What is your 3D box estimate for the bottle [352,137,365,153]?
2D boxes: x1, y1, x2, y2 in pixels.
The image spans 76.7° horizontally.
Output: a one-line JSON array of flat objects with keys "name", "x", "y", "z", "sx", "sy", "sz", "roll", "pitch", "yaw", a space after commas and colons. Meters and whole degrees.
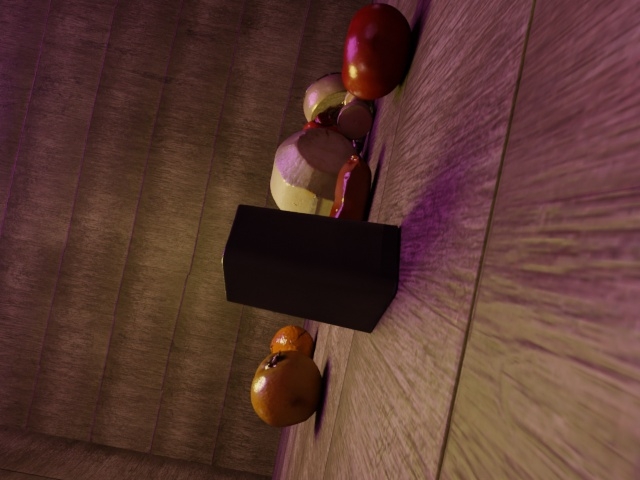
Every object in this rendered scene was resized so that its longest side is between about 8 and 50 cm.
[{"name": "bottle", "x": 0.135, "y": -0.362, "z": 1.452, "sx": 0.047, "sy": 0.063, "sz": 0.101, "roll": 18, "pitch": 101, "yaw": 55}]

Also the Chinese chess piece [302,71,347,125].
[{"name": "Chinese chess piece", "x": 0.060, "y": -0.586, "z": 1.738, "sx": 0.270, "sy": 0.270, "sz": 0.112, "roll": 106, "pitch": 149, "yaw": -63}]

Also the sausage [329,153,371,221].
[{"name": "sausage", "x": 0.062, "y": -0.038, "z": 1.001, "sx": 0.097, "sy": 0.094, "sz": 0.348, "roll": -131, "pitch": 53, "yaw": -71}]

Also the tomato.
[{"name": "tomato", "x": 0.120, "y": -0.402, "z": 0.873, "sx": 0.195, "sy": 0.136, "sz": 0.195, "roll": 12, "pitch": -90, "yaw": -89}]

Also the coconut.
[{"name": "coconut", "x": -0.014, "y": -0.202, "z": 1.332, "sx": 0.323, "sy": 0.323, "sz": 0.322, "roll": -168, "pitch": 90, "yaw": -88}]

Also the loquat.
[{"name": "loquat", "x": -0.094, "y": 0.410, "z": 1.127, "sx": 0.208, "sy": 0.208, "sz": 0.208, "roll": -168, "pitch": 90, "yaw": -88}]

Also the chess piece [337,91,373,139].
[{"name": "chess piece", "x": 0.135, "y": -0.493, "z": 1.439, "sx": 0.397, "sy": 0.117, "sz": 0.117, "roll": -78, "pitch": 1, "yaw": -51}]

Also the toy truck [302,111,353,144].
[{"name": "toy truck", "x": 0.028, "y": -0.370, "z": 1.689, "sx": 0.189, "sy": 0.265, "sz": 0.239, "roll": -56, "pitch": 10, "yaw": 54}]

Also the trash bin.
[{"name": "trash bin", "x": -0.018, "y": 0.041, "z": 0.624, "sx": 0.164, "sy": 0.241, "sz": 0.122, "roll": 107, "pitch": 173, "yaw": -55}]

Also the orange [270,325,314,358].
[{"name": "orange", "x": -0.117, "y": 0.459, "z": 1.747, "sx": 0.161, "sy": 0.193, "sz": 0.193, "roll": -40, "pitch": -32, "yaw": -55}]
